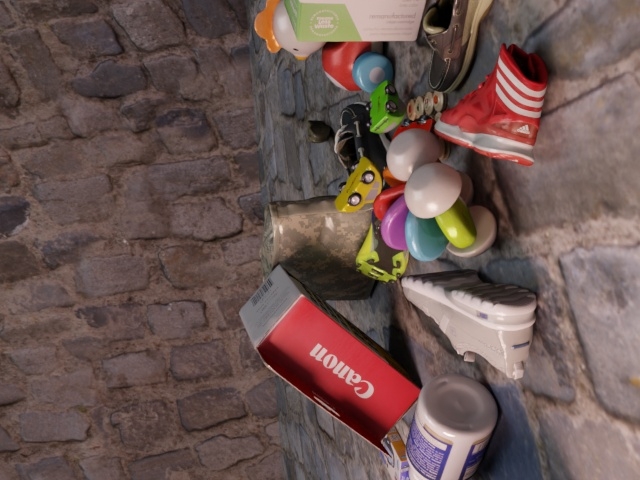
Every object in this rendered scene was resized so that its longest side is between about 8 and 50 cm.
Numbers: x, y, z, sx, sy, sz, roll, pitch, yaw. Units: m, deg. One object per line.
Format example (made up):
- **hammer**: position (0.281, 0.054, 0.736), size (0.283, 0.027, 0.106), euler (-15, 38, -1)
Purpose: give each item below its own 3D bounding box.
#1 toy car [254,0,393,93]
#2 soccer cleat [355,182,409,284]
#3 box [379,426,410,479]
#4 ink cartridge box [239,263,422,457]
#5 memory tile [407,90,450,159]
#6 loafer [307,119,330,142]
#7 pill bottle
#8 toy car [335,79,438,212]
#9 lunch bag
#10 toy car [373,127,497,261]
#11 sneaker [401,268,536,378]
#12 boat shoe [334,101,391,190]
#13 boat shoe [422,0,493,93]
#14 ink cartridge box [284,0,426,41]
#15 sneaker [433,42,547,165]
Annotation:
- **toy car**: position (-0.006, -0.383, 1.278), size (0.219, 0.238, 0.210), euler (-120, 27, -62)
- **soccer cleat**: position (0.129, -0.014, 1.238), size (0.289, 0.094, 0.121), euler (100, -169, -62)
- **box**: position (0.154, 0.443, 1.386), size (0.136, 0.028, 0.081), euler (-118, 26, -63)
- **ink cartridge box**: position (0.024, 0.213, 1.244), size (0.130, 0.309, 0.272), euler (-50, 19, 1)
- **memory tile**: position (0.171, -0.180, 1.097), size (0.148, 0.012, 0.113), euler (-169, 74, -76)
- **loafer**: position (-0.005, -0.269, 1.734), size (0.148, 0.056, 0.050), euler (-100, 9, -67)
- **pill bottle**: position (0.185, 0.295, 1.004), size (0.112, 0.112, 0.186), euler (-110, 20, -47)
- **toy car**: position (0.114, -0.172, 1.123), size (0.239, 0.053, 0.224), euler (-38, 37, 42)
- **lunch bag**: position (0.000, 0.000, 1.406), size (0.287, 0.236, 0.168), euler (104, 160, -55)
- **toy car**: position (0.137, -0.046, 0.916), size (0.159, 0.136, 0.182), euler (39, -158, -41)
- **sneaker**: position (0.187, 0.107, 0.934), size (0.281, 0.105, 0.115), euler (-153, 59, -74)
- **boat shoe**: position (0.075, -0.185, 1.331), size (0.302, 0.091, 0.114), euler (-115, 23, -55)
- **boat shoe**: position (0.171, -0.291, 0.912), size (0.223, 0.074, 0.080), euler (104, 157, -54)
- **ink cartridge box**: position (0.068, -0.471, 0.988), size (0.353, 0.207, 0.119), euler (99, 162, -48)
- **sneaker**: position (0.215, -0.169, 0.827), size (0.221, 0.087, 0.128), euler (-128, 52, -68)
